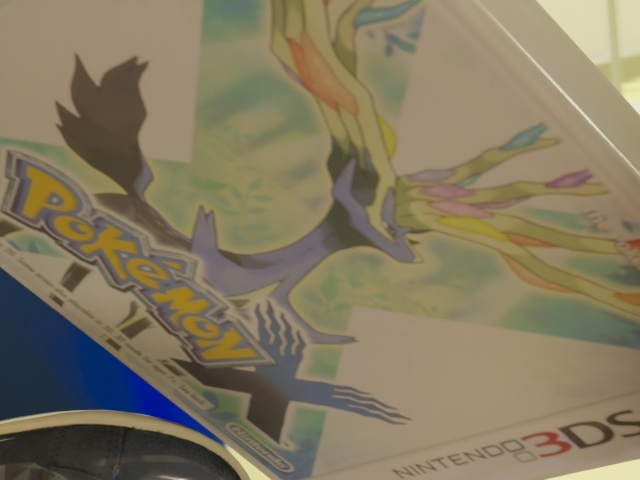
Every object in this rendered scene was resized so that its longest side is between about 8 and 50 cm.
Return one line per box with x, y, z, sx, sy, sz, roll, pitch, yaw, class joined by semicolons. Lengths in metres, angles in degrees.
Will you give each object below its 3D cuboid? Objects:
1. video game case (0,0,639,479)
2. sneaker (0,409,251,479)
0.000;0.000;0.597;0.300;0.329;0.036;-23;34;43;video game case
-0.170;0.157;0.500;0.350;0.131;0.148;-16;12;-20;sneaker
